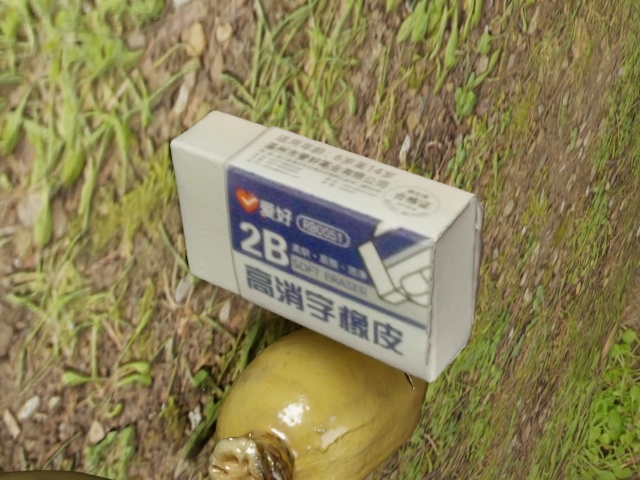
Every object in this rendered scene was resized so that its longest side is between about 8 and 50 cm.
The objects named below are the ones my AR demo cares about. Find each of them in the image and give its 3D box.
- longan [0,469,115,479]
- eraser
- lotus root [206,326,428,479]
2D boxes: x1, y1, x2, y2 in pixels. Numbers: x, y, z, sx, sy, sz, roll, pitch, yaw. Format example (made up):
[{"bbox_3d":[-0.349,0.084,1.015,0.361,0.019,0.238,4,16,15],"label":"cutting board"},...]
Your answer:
[{"bbox_3d":[-0.163,0.250,0.551,0.258,0.258,0.258,-40,141,-43],"label":"longan"},{"bbox_3d":[0.000,0.000,0.687,0.068,0.210,0.125,-43,143,-38],"label":"eraser"},{"bbox_3d":[0.000,0.143,0.873,0.303,0.130,0.146,-19,126,-59],"label":"lotus root"}]
